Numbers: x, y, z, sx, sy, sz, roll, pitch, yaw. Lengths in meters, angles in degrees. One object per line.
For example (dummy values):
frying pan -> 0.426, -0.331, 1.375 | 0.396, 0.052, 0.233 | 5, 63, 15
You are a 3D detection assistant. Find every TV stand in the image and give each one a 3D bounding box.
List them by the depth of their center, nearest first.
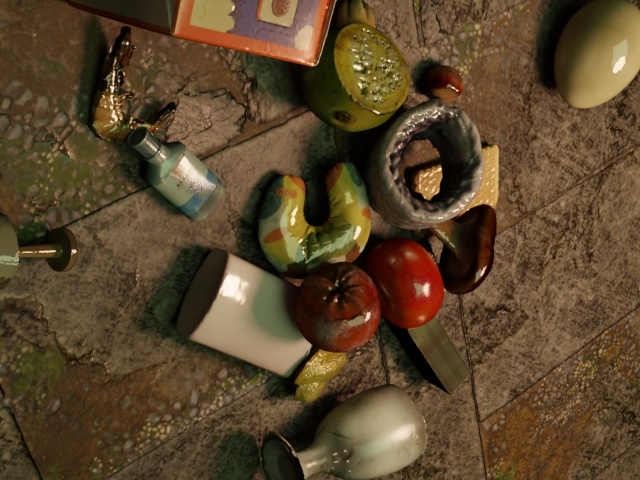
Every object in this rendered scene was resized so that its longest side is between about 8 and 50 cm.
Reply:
TV stand -> 0.237, 0.230, 2.134 | 0.083, 0.088, 0.270 | -45, 129, -14

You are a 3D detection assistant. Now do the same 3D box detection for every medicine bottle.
medicine bottle -> -0.248, -0.117, 1.624 | 0.090, 0.053, 0.208 | -52, 137, -8

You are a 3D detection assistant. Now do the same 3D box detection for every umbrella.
umbrella -> 0.249, 0.059, 2.109 | 0.040, 0.037, 0.144 | -51, 129, -28

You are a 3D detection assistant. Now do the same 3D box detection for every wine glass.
wine glass -> 0.053, 0.432, 2.006 | 0.356, 0.190, 0.191 | -18, 118, -33

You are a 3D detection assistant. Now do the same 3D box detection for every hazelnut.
hazelnut -> 0.251, -0.318, 1.937 | 0.086, 0.086, 0.087 | -15, 117, -33

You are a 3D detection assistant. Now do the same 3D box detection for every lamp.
lamp -> -0.482, 0.015, 1.462 | 0.214, 0.121, 0.121 | -4, 110, -52

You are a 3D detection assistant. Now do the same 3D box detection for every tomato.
tomato -> 0.174, 0.085, 1.961 | 0.136, 0.195, 0.195 | -26, 123, -14

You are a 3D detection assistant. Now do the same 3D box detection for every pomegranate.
pomegranate -> 0.039, -0.311, 1.727 | 0.189, 0.159, 0.241 | -21, 92, -40

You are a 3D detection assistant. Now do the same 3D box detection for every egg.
egg -> 0.616, -0.412, 2.109 | 0.188, 0.188, 0.254 | 14, 105, -41

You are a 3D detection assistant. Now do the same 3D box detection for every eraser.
eraser -> -0.127, 0.142, 1.805 | 0.270, 0.094, 0.174 | 29, 83, -43

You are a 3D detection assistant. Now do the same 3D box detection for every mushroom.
mushroom -> 0.254, -0.014, 1.976 | 0.217, 0.148, 0.227 | 31, 43, -23

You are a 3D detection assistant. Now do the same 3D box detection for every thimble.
thimble -> 0.198, -0.144, 1.861 | 0.217, 0.157, 0.246 | 19, 79, -11

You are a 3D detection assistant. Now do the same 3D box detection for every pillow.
pillow -> -0.011, -0.034, 1.824 | 0.233, 0.086, 0.214 | -11, 103, -19

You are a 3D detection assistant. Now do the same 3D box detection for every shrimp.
shrimp -> -0.294, -0.247, 1.550 | 0.147, 0.035, 0.195 | 3, 115, -36

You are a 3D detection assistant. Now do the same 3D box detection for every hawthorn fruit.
hawthorn fruit -> 0.031, 0.131, 1.785 | 0.172, 0.173, 0.173 | -15, 117, -33

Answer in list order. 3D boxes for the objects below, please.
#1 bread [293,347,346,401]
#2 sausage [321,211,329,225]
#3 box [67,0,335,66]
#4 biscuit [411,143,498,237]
bread -> -0.005, 0.276, 1.933 | 0.149, 0.065, 0.187 | -59, 167, 8
sausage -> 0.000, 0.000, 1.896 | 0.026, 0.026, 0.116 | 22, 94, -42
box -> -0.157, -0.448, 1.375 | 0.256, 0.348, 0.319 | 2, 105, -39
biscuit -> 0.294, -0.111, 2.080 | 0.249, 0.030, 0.160 | -22, 121, -31
